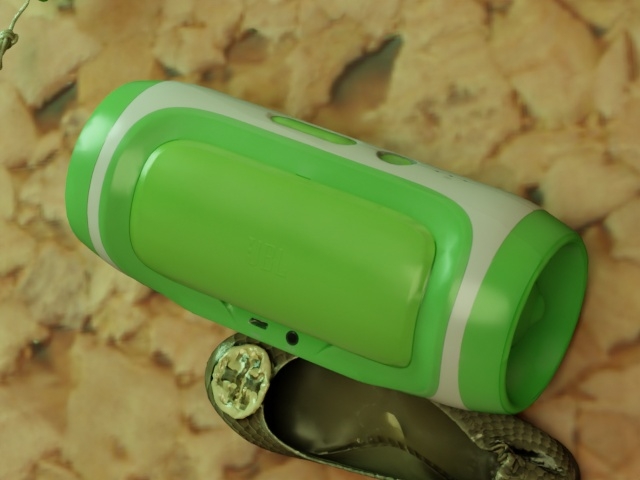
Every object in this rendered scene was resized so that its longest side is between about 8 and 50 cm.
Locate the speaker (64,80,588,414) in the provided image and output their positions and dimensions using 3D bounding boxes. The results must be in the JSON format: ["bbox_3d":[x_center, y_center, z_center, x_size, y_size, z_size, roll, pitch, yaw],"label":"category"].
[{"bbox_3d":[0.000,0.000,1.123,0.296,0.131,0.131,21,97,25],"label":"speaker"}]

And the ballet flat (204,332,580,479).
[{"bbox_3d":[0.034,0.110,1.138,0.250,0.058,0.084,20,96,25],"label":"ballet flat"}]

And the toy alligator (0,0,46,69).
[{"bbox_3d":[-0.165,-0.194,1.255,0.051,0.056,0.190,16,96,-15],"label":"toy alligator"}]
